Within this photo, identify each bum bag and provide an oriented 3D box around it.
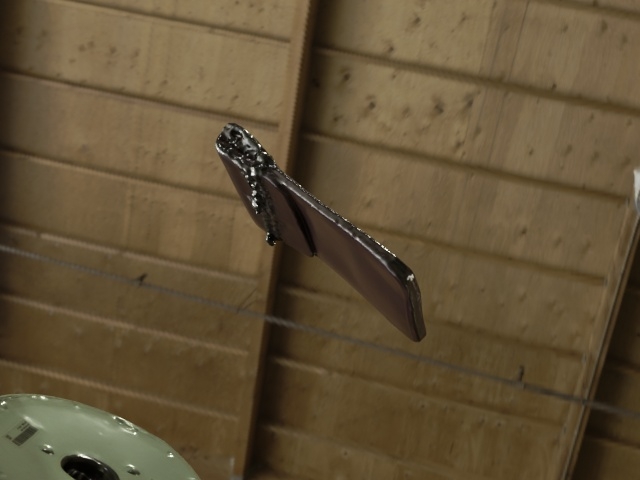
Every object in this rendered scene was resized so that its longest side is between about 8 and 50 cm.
[{"bbox_3d":[0.000,0.000,0.623,0.026,0.109,0.159,-44,-119,-13],"label":"bum bag"}]

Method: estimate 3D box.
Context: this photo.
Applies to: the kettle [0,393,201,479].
[{"bbox_3d":[-0.264,0.298,0.783,0.265,0.205,0.318,19,-76,-29],"label":"kettle"}]
